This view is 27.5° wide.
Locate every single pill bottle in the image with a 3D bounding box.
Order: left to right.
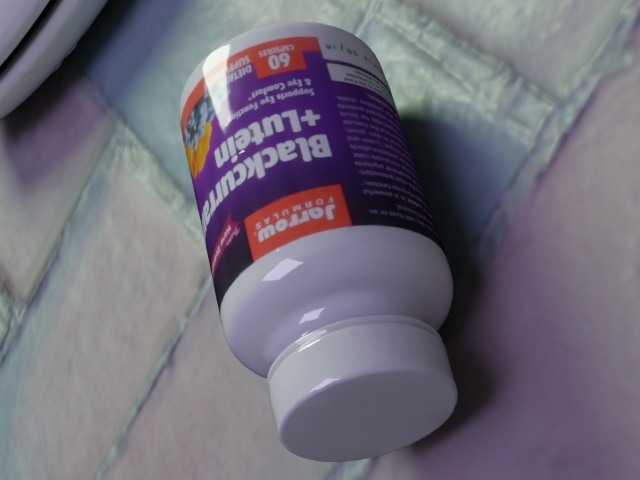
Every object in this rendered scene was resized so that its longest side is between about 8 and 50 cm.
[{"bbox_3d":[0.000,0.000,0.612,0.108,0.108,0.193,-41,48,31],"label":"pill bottle"}]

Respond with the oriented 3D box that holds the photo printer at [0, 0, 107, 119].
[{"bbox_3d":[-0.242,-0.248,0.990,0.256,0.107,0.307,-44,46,29],"label":"photo printer"}]
